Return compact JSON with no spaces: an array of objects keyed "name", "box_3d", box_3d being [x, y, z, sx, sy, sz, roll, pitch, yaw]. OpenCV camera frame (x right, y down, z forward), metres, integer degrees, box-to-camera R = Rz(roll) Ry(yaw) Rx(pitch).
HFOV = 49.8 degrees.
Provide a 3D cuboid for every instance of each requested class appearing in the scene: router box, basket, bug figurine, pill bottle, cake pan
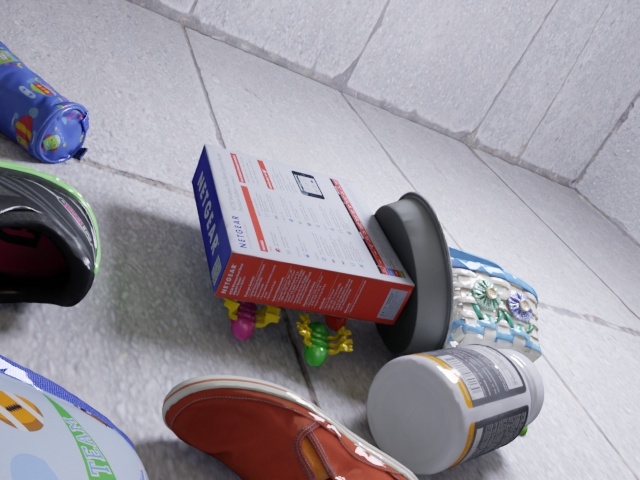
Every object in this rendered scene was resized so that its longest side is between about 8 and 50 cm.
[{"name":"router box","box_3d":[-0.042,-0.018,1.137,0.301,0.082,0.335,12,30,-23]},{"name":"basket","box_3d":[0.279,0.118,1.285,0.255,0.201,0.289,18,36,-23]},{"name":"bug figurine","box_3d":[-0.060,0.103,1.087,0.279,0.072,0.216,23,26,-11]},{"name":"pill bottle","box_3d":[0.210,0.238,1.020,0.278,0.162,0.162,3,35,-48]},{"name":"cake pan","box_3d":[0.141,0.064,1.175,0.054,0.293,0.293,-4,34,-15]}]

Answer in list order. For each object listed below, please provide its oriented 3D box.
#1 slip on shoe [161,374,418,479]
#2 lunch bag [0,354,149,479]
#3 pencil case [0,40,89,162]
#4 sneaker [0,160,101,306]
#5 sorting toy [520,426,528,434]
[{"name":"slip on shoe","box_3d":[-0.029,0.256,0.777,0.331,0.123,0.101,31,27,-8]},{"name":"lunch bag","box_3d":[-0.216,0.229,0.369,0.385,0.239,0.328,39,10,-43]},{"name":"pencil case","box_3d":[-0.539,-0.259,1.218,0.306,0.119,0.133,37,48,16]},{"name":"sneaker","box_3d":[-0.465,-0.023,0.752,0.483,0.185,0.202,9,27,-37]},{"name":"sorting toy","box_3d":[0.349,0.294,1.212,0.061,0.042,0.102,34,24,11]}]
